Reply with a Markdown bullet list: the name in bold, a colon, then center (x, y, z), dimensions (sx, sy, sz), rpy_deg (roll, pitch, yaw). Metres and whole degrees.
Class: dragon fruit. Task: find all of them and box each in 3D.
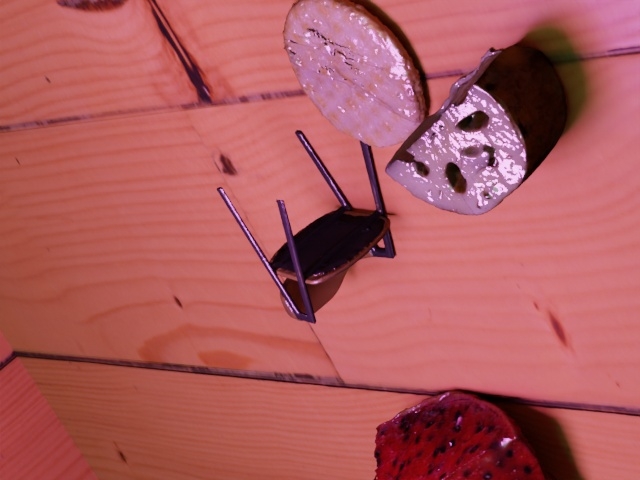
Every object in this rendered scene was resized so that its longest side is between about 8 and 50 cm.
- **dragon fruit**: center (0.186, 0.389, 2.348), dimensions (0.302, 0.240, 0.330), rpy_deg (27, 141, 64)

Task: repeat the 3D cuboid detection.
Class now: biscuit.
- **biscuit**: center (0.039, -0.203, 2.055), dimensions (0.220, 0.033, 0.219), rpy_deg (31, 146, 24)

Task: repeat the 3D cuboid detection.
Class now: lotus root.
- **lotus root**: center (0.180, -0.118, 1.890), dimensions (0.138, 0.119, 0.235), rpy_deg (51, 148, -4)

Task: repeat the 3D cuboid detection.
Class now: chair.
- **chair**: center (0.000, 0.000, 2.212), dimensions (0.172, 0.159, 0.246), rpy_deg (8, 130, 51)
